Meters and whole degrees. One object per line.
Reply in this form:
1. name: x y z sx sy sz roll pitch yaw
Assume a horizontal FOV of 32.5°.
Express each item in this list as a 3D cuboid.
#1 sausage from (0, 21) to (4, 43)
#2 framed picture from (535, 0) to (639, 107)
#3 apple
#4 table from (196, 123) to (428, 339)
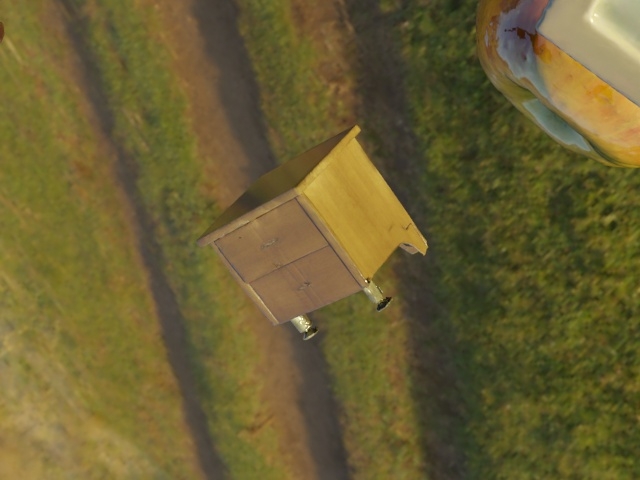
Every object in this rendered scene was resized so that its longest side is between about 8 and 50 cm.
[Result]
1. sausage: -0.355 -0.195 1.020 0.035 0.147 0.030 17 103 28
2. framed picture: 0.196 -0.095 0.241 0.213 0.016 0.289 41 138 12
3. apple: 0.230 -0.158 0.853 0.210 0.173 0.235 38 -175 -17
4. table: 0.000 0.000 0.598 0.083 0.070 0.082 -26 107 43
